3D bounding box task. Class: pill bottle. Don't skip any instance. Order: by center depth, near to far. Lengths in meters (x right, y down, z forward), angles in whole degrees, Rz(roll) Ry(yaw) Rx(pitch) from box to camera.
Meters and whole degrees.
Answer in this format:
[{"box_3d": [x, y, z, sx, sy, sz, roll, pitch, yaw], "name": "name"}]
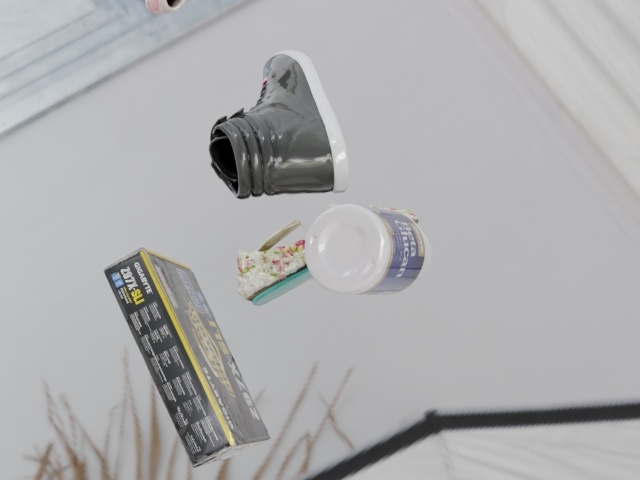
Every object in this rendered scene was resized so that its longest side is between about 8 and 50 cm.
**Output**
[{"box_3d": [0.060, 0.012, 1.130, 0.094, 0.094, 0.169, 51, 19, 18], "name": "pill bottle"}]

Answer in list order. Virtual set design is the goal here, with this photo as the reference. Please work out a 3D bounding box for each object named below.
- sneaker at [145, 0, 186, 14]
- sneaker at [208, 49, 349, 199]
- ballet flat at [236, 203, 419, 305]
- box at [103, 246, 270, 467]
[{"box_3d": [-0.195, -0.371, 1.425, 0.051, 0.134, 0.070, 15, 6, -33], "name": "sneaker"}, {"box_3d": [-0.072, -0.149, 1.279, 0.295, 0.147, 0.104, -113, -160, -52], "name": "sneaker"}, {"box_3d": [0.000, 0.000, 1.289, 0.091, 0.241, 0.077, 55, 11, -72], "name": "ballet flat"}, {"box_3d": [-0.198, 0.182, 1.612, 0.321, 0.079, 0.257, 63, 2, 12], "name": "box"}]
